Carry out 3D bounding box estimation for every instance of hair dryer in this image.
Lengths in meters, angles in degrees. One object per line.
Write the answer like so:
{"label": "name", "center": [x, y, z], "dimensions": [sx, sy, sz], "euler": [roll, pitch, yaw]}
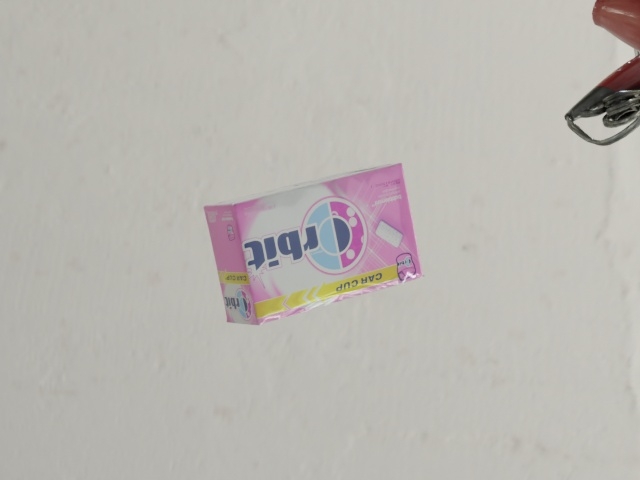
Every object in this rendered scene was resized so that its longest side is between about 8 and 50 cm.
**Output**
{"label": "hair dryer", "center": [0.338, -0.188, 1.519], "dimensions": [0.223, 0.080, 0.293], "euler": [-2, -151, -4]}

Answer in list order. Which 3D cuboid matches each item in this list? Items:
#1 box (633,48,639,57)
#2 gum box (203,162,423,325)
{"label": "box", "center": [0.550, -0.280, 1.961], "dimensions": [0.087, 0.290, 0.169], "euler": [1, -101, -58]}
{"label": "gum box", "center": [0.000, 0.000, 1.363], "dimensions": [0.188, 0.062, 0.107], "euler": [-15, -83, -29]}
